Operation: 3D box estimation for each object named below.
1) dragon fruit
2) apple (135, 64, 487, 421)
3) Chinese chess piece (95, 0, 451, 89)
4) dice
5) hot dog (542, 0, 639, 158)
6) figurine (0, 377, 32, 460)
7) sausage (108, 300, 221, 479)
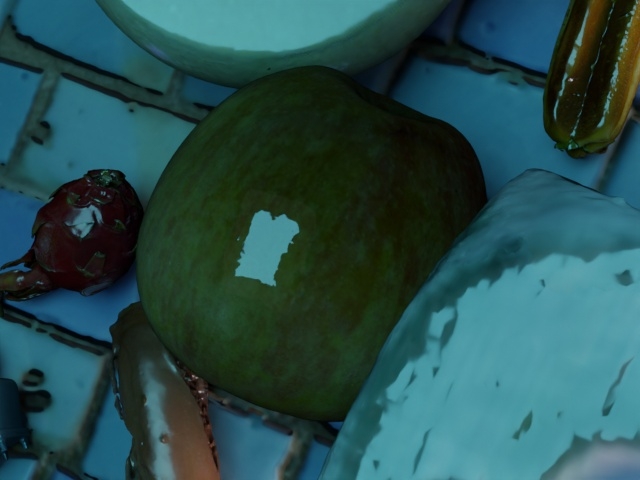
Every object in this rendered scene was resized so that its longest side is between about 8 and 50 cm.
[{"bbox_3d":[-0.216,0.014,1.276,0.190,0.094,0.094,-42,67,32],"label":"dragon fruit"},{"bbox_3d":[0.000,0.000,1.089,0.257,0.257,0.234,34,105,23],"label":"apple"},{"bbox_3d":[-0.036,-0.291,1.176,0.349,0.146,0.349,0,89,6],"label":"Chinese chess piece"},{"bbox_3d":[0.203,0.162,0.930,0.328,0.330,0.348,28,90,16],"label":"dice"},{"bbox_3d":[0.221,-0.153,1.149,0.072,0.055,0.188,18,86,20],"label":"hot dog"},{"bbox_3d":[-0.306,0.131,1.284,0.075,0.068,0.140,-34,72,14],"label":"figurine"},{"bbox_3d":[-0.120,0.204,1.195,0.087,0.079,0.326,-20,71,43],"label":"sausage"}]
